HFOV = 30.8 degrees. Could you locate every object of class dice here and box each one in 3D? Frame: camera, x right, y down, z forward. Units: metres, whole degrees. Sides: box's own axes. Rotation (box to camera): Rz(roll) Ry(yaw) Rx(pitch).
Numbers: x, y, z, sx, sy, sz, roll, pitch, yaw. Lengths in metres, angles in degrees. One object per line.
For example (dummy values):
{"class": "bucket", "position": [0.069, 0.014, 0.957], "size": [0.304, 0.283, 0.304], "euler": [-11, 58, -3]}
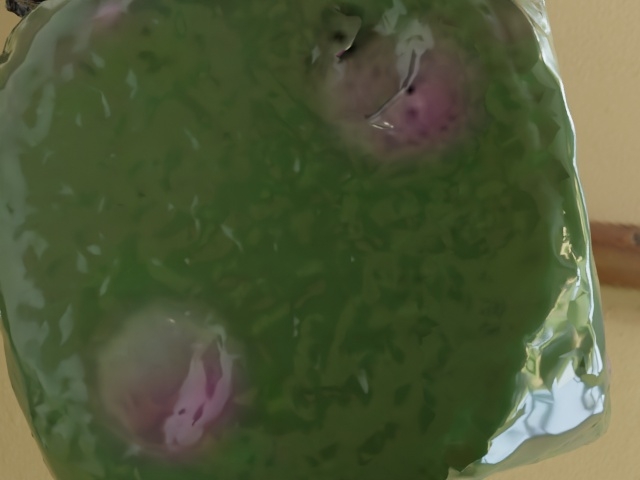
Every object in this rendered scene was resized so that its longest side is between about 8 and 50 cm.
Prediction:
{"class": "dice", "position": [0.000, 0.000, 0.725], "size": [0.330, 0.322, 0.319], "euler": [-14, -98, 9]}

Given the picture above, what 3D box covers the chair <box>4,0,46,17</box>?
{"class": "chair", "position": [-0.097, -0.204, 0.808], "size": [0.229, 0.113, 0.106], "euler": [-7, -158, -44]}
